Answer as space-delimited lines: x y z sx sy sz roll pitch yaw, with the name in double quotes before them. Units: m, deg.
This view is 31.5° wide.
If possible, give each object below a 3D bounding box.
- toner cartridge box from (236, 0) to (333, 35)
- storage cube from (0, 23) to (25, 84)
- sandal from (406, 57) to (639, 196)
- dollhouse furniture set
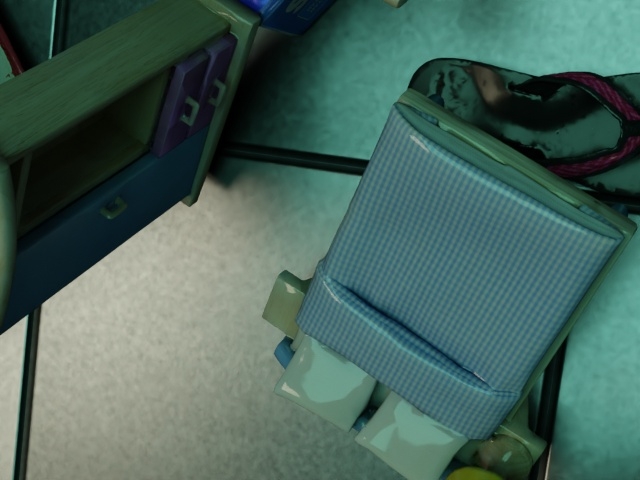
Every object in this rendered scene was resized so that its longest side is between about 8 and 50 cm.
"toner cartridge box" -0.084 -0.295 0.638 0.165 0.075 0.348 -45 81 16
"storage cube" -0.291 -0.047 0.657 0.193 0.215 0.183 -30 86 24
"sandal" 0.129 -0.062 0.609 0.179 0.040 0.067 10 98 16
"dollhouse furniture set" 0.000 0.000 0.516 0.303 0.198 0.286 34 132 10
